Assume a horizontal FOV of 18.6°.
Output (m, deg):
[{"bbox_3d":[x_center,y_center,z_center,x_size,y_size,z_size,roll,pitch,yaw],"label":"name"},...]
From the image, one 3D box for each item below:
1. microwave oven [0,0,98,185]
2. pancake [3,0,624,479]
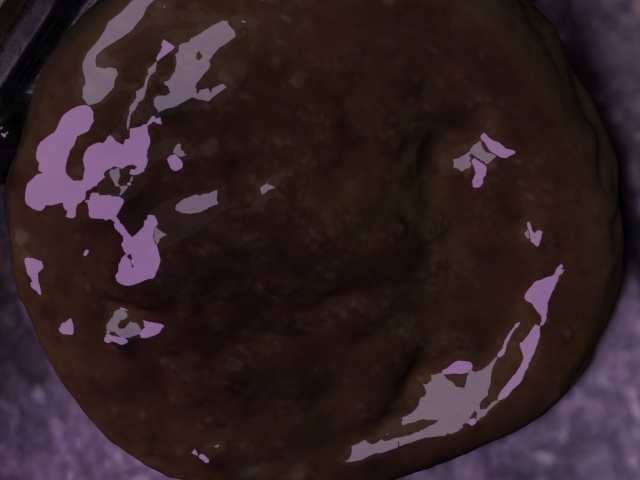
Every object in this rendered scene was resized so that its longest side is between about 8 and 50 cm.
[{"bbox_3d":[-0.103,-0.128,0.755,0.129,0.163,0.205,45,113,21],"label":"microwave oven"},{"bbox_3d":[0.000,0.000,0.711,0.241,0.050,0.242,1,119,1],"label":"pancake"}]
